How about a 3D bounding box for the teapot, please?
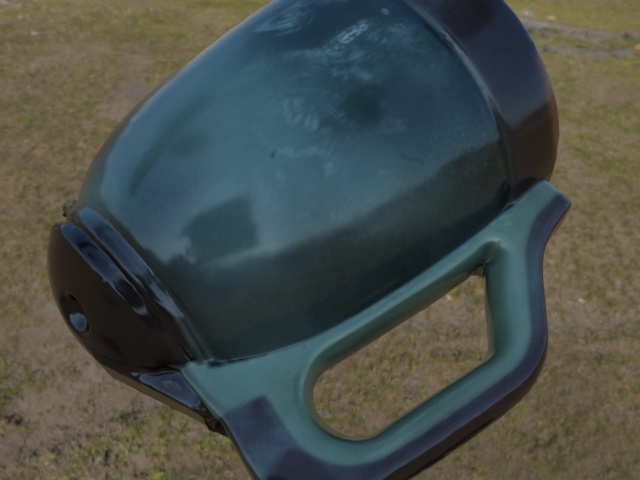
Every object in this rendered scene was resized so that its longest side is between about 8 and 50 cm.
[{"bbox_3d":[0.000,0.000,0.421,0.312,0.233,0.315,-38,65,-20],"label":"teapot"}]
